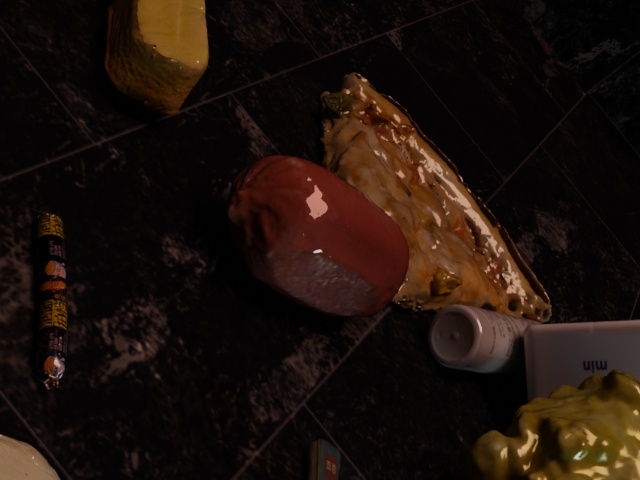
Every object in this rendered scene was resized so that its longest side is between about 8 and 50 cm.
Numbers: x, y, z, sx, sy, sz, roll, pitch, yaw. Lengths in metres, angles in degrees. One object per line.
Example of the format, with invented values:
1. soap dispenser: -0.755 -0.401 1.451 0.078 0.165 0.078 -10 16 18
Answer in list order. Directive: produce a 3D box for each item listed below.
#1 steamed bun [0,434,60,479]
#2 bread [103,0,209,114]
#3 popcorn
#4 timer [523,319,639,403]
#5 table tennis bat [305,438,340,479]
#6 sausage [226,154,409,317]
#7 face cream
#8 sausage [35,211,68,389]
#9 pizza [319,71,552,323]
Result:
1. steamed bun: -0.221 0.179 0.756 0.112 0.091 0.130 54 22 -4
2. bread: -0.187 -0.236 1.364 0.102 0.094 0.245 24 35 -28
3. popcorn: 0.271 0.278 1.282 0.250 0.235 0.241 -17 91 -33
4. timer: 0.380 0.196 1.518 0.192 0.194 0.194 4 83 -57
5. table tennis bat: -0.004 0.281 1.058 0.154 0.021 0.274 40 30 -22
6. sausage: 0.000 0.000 1.296 0.254 0.148 0.148 30 32 -38
7. face cream: 0.242 0.137 1.574 0.269 0.082 0.082 16 43 -50
8. sausage: -0.224 0.044 1.006 0.028 0.025 0.198 34 30 -37
9. pizza: 0.126 -0.063 1.655 0.435 0.080 0.391 19 40 -50
